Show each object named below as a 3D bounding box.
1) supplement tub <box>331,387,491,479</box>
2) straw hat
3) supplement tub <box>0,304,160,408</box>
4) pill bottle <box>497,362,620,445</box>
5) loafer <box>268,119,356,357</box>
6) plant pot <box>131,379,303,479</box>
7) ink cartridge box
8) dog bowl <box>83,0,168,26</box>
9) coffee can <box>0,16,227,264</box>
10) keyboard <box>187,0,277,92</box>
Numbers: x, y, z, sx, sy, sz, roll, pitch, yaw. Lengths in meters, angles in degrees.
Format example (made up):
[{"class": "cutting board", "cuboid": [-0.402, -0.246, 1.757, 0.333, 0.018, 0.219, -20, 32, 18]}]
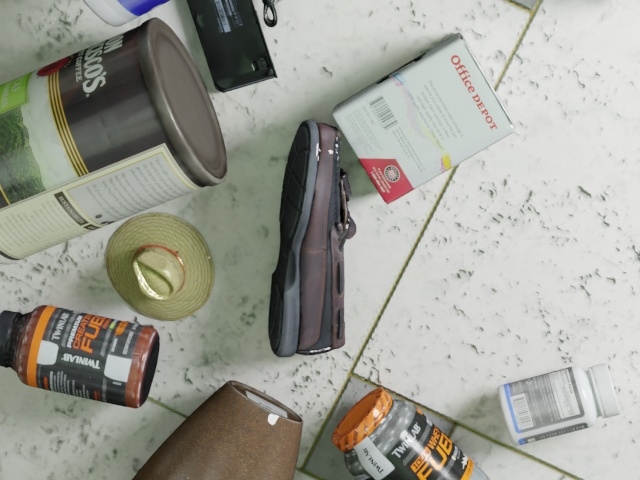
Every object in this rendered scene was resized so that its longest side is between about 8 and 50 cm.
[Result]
[{"class": "supplement tub", "cuboid": [0.111, 0.279, 1.662, 0.190, 0.117, 0.117, 44, 105, -8]}, {"class": "straw hat", "cuboid": [-0.201, 0.041, 1.653, 0.145, 0.061, 0.144, 1, 106, 5]}, {"class": "supplement tub", "cuboid": [-0.306, 0.140, 1.667, 0.198, 0.106, 0.106, 11, 106, 1]}, {"class": "pill bottle", "cuboid": [0.292, 0.198, 1.644, 0.137, 0.078, 0.078, -16, 104, 9]}, {"class": "loafer", "cuboid": [0.000, 0.000, 1.615, 0.095, 0.109, 0.302, 2, 113, -15]}, {"class": "plant pot", "cuboid": [-0.121, 0.298, 1.659, 0.215, 0.215, 0.230, 29, 92, -3]}, {"class": "ink cartridge box", "cuboid": [0.121, -0.143, 1.567, 0.175, 0.072, 0.127, -29, 101, 12]}, {"class": "dog bowl", "cuboid": [-0.233, -0.370, 1.436, 0.104, 0.265, 0.264, -24, 102, 8]}, {"class": "coffee can", "cuboid": [-0.272, -0.111, 1.544, 0.275, 0.201, 0.201, -21, 103, 11]}, {"class": "keyboard", "cuboid": [-0.098, -0.272, 1.578, 0.108, 0.023, 0.180, -14, 105, 15]}]
